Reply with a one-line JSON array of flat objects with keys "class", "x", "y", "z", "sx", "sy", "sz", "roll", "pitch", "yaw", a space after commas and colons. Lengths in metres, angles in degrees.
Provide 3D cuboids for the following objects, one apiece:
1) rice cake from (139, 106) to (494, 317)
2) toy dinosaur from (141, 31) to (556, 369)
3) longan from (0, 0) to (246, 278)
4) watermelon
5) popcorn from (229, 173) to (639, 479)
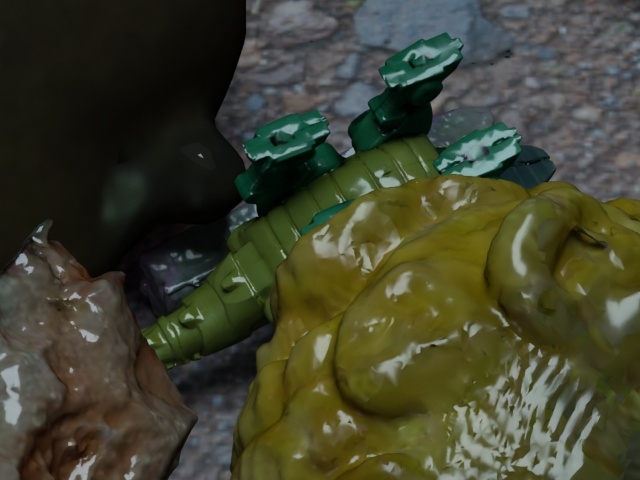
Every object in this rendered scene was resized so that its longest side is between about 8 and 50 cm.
[{"class": "rice cake", "x": 0.003, "y": -0.015, "z": 0.923, "sx": 0.207, "sy": 0.047, "sz": 0.036, "roll": -26, "pitch": 69, "yaw": -15}, {"class": "toy dinosaur", "x": 0.000, "y": 0.000, "z": 0.838, "sx": 0.259, "sy": 0.153, "sz": 0.094, "roll": -23, "pitch": 62, "yaw": -15}, {"class": "longan", "x": -0.169, "y": -0.091, "z": 0.871, "sx": 0.300, "sy": 0.243, "sz": 0.300, "roll": 2, "pitch": 77, "yaw": -7}, {"class": "watermelon", "x": -0.158, "y": 0.179, "z": 0.664, "sx": 0.151, "sy": 0.302, "sz": 0.264, "roll": 39, "pitch": 39, "yaw": -6}, {"class": "popcorn", "x": 0.074, "y": 0.083, "z": 0.739, "sx": 0.250, "sy": 0.190, "sz": 0.250, "roll": 5, "pitch": 78, "yaw": -24}]
